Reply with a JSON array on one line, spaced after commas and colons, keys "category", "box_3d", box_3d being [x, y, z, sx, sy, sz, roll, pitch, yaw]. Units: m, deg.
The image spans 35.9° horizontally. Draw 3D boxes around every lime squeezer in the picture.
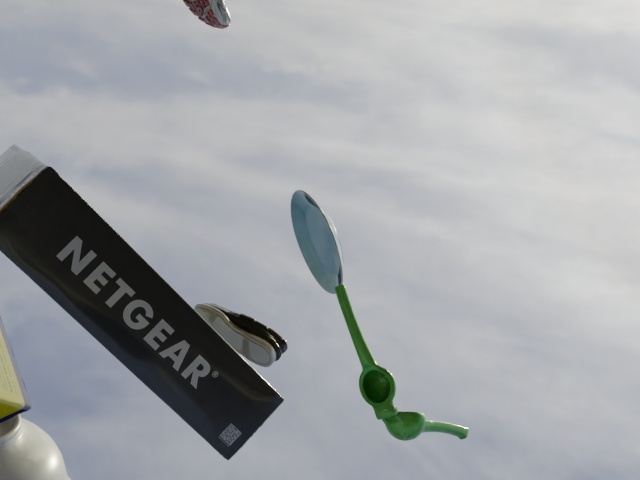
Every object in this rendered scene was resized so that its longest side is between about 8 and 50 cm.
[{"category": "lime squeezer", "box_3d": [0.105, 0.200, 1.349, 0.058, 0.310, 0.110, -14, -148, 51]}]

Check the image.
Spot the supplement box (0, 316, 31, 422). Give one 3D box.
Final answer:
[{"category": "supplement box", "box_3d": [-0.471, 0.104, 1.000, 0.195, 0.356, 0.194, -24, -107, -3]}]

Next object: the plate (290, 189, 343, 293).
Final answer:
[{"category": "plate", "box_3d": [0.000, 0.000, 1.677, 0.024, 0.188, 0.188, -22, -145, -19]}]

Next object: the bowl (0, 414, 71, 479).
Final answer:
[{"category": "bowl", "box_3d": [-0.475, 0.302, 1.323, 0.297, 0.134, 0.298, 6, -163, -2]}]

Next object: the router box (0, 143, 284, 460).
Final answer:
[{"category": "router box", "box_3d": [-0.197, 0.051, 0.950, 0.081, 0.309, 0.243, -46, -157, -10]}]

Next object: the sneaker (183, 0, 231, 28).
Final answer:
[{"category": "sneaker", "box_3d": [-0.160, -0.406, 1.371, 0.092, 0.225, 0.088, -23, -159, -23]}]

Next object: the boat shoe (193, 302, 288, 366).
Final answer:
[{"category": "boat shoe", "box_3d": [-0.095, 0.106, 1.171, 0.125, 0.046, 0.038, 24, -147, 27]}]
